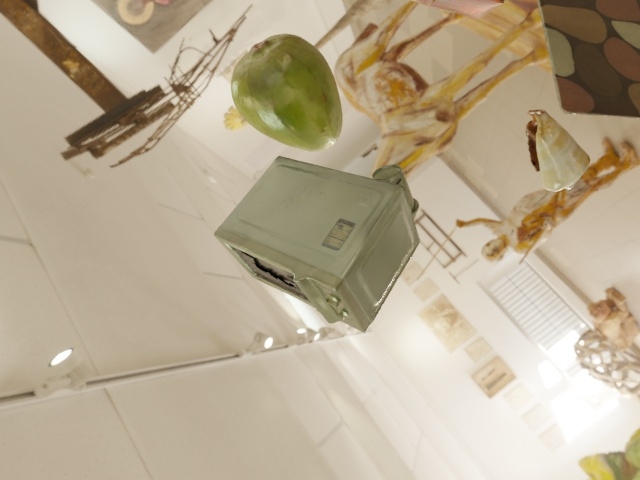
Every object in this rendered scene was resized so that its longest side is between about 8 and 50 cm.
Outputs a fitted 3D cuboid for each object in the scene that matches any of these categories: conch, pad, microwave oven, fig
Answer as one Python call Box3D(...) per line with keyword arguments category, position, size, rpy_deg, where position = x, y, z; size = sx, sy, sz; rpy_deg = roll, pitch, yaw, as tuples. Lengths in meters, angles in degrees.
Box3D(category="conch", position=(0.663, -0.253, 1.174), size=(0.158, 0.127, 0.255), rpy_deg=(-88, -25, -58))
Box3D(category="pad", position=(0.318, -0.183, 0.403), size=(0.003, 0.234, 0.158), rpy_deg=(123, 147, -71))
Box3D(category="microwave oven", position=(0.000, 0.000, 0.944), size=(0.354, 0.286, 0.218), rpy_deg=(20, 154, 36))
Box3D(category="fig", position=(-0.070, -0.376, 1.124), size=(0.326, 0.258, 0.258), rpy_deg=(40, -170, -34))

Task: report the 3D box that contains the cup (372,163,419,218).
Box3D(category="cup", position=(0.188, -0.118, 1.103), size=(0.141, 0.120, 0.120), rpy_deg=(67, 175, -35))

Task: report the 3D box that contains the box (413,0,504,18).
Box3D(category="box", position=(0.277, -0.514, 0.871), size=(0.175, 0.048, 0.112), rpy_deg=(11, -169, -7))
